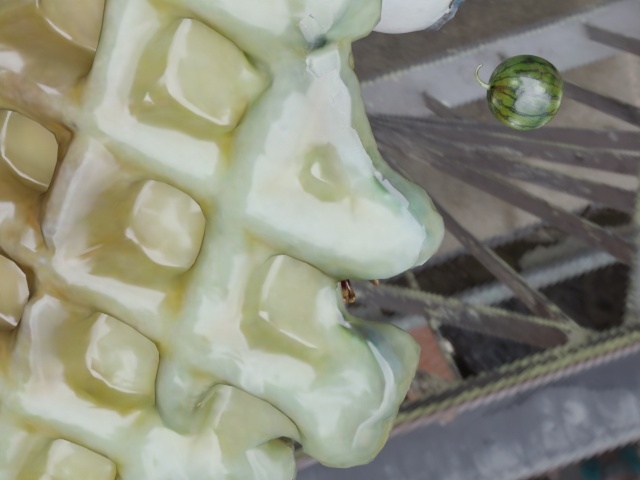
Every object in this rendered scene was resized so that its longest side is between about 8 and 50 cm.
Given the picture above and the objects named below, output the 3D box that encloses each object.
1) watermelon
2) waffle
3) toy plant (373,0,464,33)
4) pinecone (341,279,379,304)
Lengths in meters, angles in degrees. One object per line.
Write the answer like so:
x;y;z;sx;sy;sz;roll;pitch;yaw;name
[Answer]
0.256;-0.187;1.856;0.109;0.109;0.109;-3;106;-11;watermelon
-0.115;-0.041;0.424;0.292;0.056;0.309;-21;97;26;waffle
-0.024;-0.319;1.535;0.332;0.247;0.247;-11;109;-35;toy plant
-0.002;-0.001;1.199;0.140;0.140;0.120;27;75;-17;pinecone
